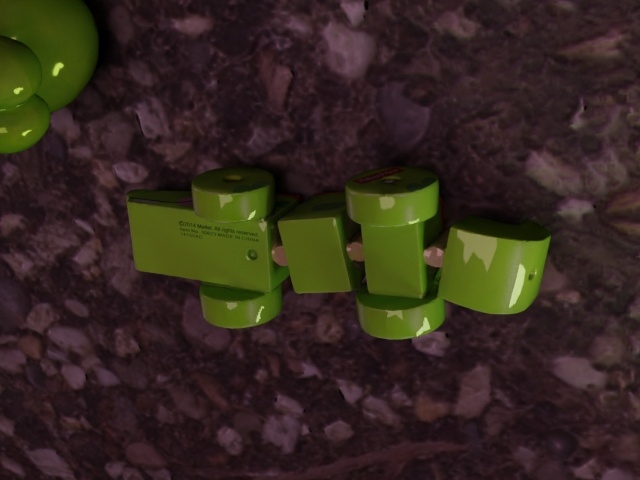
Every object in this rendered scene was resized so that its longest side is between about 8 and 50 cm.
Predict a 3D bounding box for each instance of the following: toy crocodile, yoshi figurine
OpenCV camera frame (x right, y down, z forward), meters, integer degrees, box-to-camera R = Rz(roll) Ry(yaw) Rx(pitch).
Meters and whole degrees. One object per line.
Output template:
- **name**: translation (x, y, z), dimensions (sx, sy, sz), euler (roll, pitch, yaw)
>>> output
- **toy crocodile**: translation (0.000, 0.000, 0.736), dimensions (0.341, 0.105, 0.115), euler (3, 112, 24)
- **yoshi figurine**: translation (-0.322, -0.164, 0.773), dimensions (0.362, 0.203, 0.203), euler (22, 77, 26)
